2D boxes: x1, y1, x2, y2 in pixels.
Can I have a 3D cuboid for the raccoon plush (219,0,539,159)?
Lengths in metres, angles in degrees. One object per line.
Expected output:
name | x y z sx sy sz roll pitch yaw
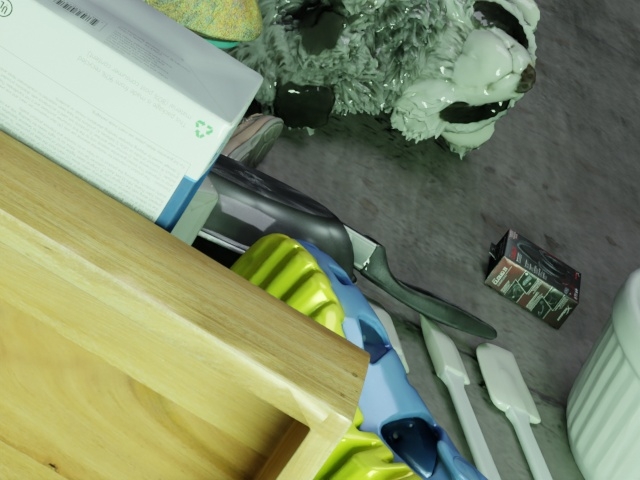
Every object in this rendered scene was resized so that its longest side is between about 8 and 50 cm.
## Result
raccoon plush | 0.010 -0.252 1.593 0.446 0.216 0.299 48 21 29

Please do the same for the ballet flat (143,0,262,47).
ballet flat | -0.153 -0.214 1.123 0.348 0.123 0.123 12 32 -40

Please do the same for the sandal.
sandal | 0.026 0.128 1.022 0.138 0.126 0.317 21 32 -45

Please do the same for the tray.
tray | -0.206 0.034 0.793 0.411 0.203 0.076 32 25 -4

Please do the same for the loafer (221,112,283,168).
loafer | -0.066 -0.076 1.354 0.039 0.045 0.125 29 27 6

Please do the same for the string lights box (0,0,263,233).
string lights box | -0.153 -0.002 0.852 0.133 0.259 0.077 33 25 -4

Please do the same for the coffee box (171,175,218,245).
coffee box | -0.207 -0.089 1.113 0.168 0.119 0.297 13 32 -37

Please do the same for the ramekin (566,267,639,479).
ramekin | 0.305 0.149 1.289 0.273 0.127 0.273 28 25 -14

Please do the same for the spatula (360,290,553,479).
spatula | 0.099 0.126 1.219 0.168 0.019 0.242 27 26 -26

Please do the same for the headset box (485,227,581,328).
headset box | 0.176 0.029 1.463 0.083 0.032 0.062 33 25 -4

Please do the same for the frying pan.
frying pan | -0.001 0.004 1.214 0.326 0.053 0.197 23 8 -7
